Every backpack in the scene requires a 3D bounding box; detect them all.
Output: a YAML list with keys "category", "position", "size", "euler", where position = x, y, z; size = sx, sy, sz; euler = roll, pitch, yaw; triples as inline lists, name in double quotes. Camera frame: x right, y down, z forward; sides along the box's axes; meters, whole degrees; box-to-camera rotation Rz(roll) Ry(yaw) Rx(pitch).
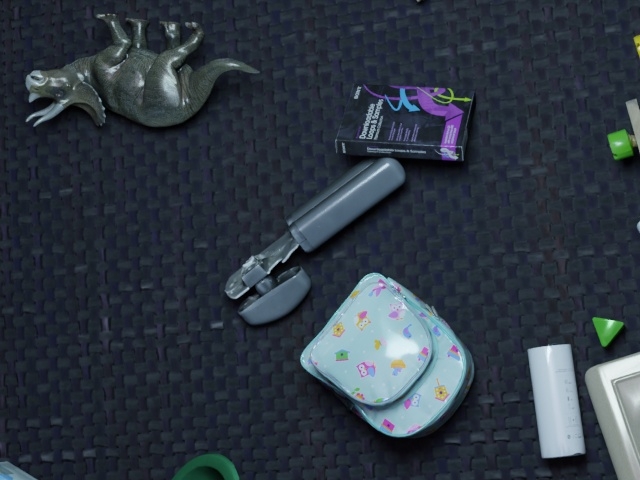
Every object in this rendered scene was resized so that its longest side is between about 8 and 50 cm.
- category: "backpack"
  position: [0.089, 0.149, 1.602]
  size: [0.188, 0.144, 0.166]
  euler: [40, 87, 12]

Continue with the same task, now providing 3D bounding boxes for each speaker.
- category: "speaker"
  position: [0.287, 0.194, 1.593]
  size: [0.055, 0.055, 0.136]
  euler: [-9, 81, 12]

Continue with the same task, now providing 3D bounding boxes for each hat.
- category: "hat"
  position: [-0.084, 0.379, 1.671]
  size: [0.208, 0.183, 0.173]
  euler: [5, 73, 55]

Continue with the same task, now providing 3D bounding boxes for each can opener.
- category: "can opener"
  position: [0.000, 0.000, 1.689]
  size: [0.283, 0.076, 0.095]
  euler: [-36, 109, 6]

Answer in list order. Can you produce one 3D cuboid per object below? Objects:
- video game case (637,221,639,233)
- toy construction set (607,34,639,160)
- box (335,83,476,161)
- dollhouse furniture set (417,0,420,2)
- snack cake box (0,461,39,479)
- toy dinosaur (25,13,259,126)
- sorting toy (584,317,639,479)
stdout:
- category: "video game case"
  position: [0.479, 0.015, 1.562]
  size: [0.157, 0.019, 0.143]
  euler: [-20, 69, -5]
- category: "toy construction set"
  position: [0.429, -0.219, 1.549]
  size: [0.237, 0.257, 0.309]
  euler: [-21, 58, 22]
- category: "box"
  position: [0.109, -0.151, 1.660]
  size: [0.162, 0.029, 0.116]
  euler: [3, 45, 14]
- category: "dollhouse furniture set"
  position: [0.166, -0.540, 1.655]
  size: [0.355, 0.174, 0.303]
  euler: [-38, 76, 5]
- category: "snack cake box"
  position: [-0.427, 0.440, 1.708]
  size: [0.152, 0.089, 0.264]
  euler: [27, 89, 14]
- category: "toy dinosaur"
  position: [-0.227, -0.216, 1.750]
  size: [0.313, 0.121, 0.160]
  euler: [8, 97, 9]
- category: "sorting toy"
  position: [0.434, 0.214, 1.558]
  size: [0.196, 0.047, 0.347]
  euler: [-20, 73, 13]
